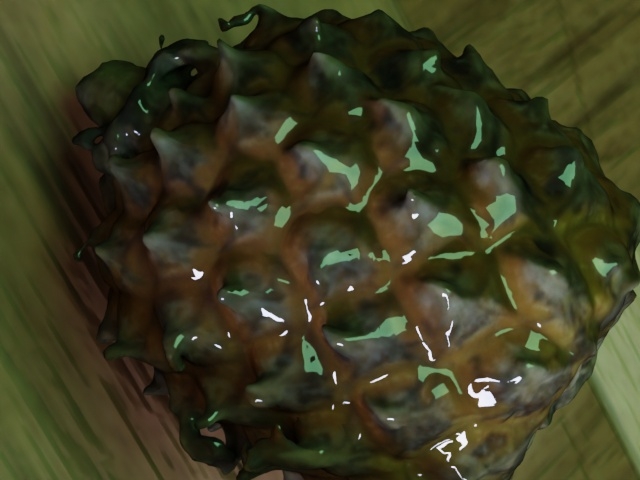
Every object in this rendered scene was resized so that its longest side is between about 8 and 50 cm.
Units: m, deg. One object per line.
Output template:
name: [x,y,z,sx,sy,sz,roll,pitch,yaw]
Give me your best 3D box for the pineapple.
pineapple: [0.000,0.000,0.574,0.193,0.166,0.166,34,60,8]
